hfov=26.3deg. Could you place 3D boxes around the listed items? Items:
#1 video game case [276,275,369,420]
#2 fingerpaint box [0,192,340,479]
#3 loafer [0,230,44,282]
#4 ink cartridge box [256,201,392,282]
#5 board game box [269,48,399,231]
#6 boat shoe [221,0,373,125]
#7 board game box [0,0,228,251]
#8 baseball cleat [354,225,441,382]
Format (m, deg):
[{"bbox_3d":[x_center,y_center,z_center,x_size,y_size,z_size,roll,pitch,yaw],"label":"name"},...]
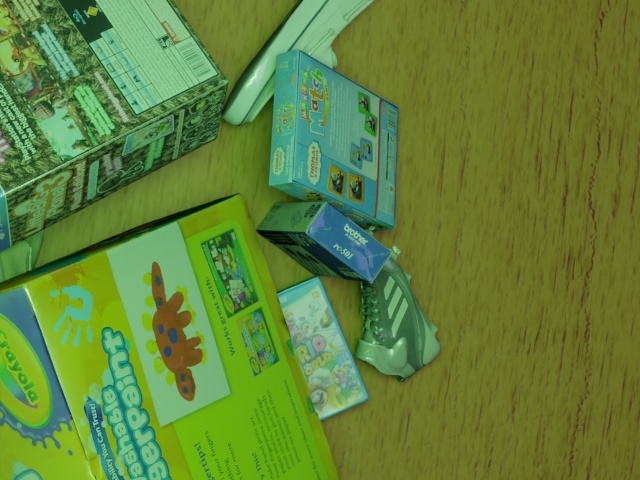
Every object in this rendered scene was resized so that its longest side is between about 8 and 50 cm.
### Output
[{"bbox_3d":[-0.025,0.141,1.671,0.119,0.015,0.166,-23,97,-4],"label":"video game case"},{"bbox_3d":[-0.171,0.216,1.466,0.371,0.163,0.445,-28,101,-55],"label":"fingerpaint box"},{"bbox_3d":[-0.348,0.021,1.506,0.092,0.102,0.269,-5,75,-41],"label":"loafer"},{"bbox_3d":[0.000,0.000,1.593,0.097,0.207,0.046,38,80,-16],"label":"ink cartridge box"},{"bbox_3d":[0.020,-0.114,1.618,0.211,0.039,0.160,23,65,-52],"label":"board game box"},{"bbox_3d":[-0.018,-0.229,1.650,0.084,0.095,0.258,39,79,-10],"label":"boat shoe"},{"bbox_3d":[-0.284,-0.162,1.455,0.291,0.141,0.232,-29,75,-20],"label":"board game box"},{"bbox_3d":[0.074,0.088,1.675,0.109,0.072,0.206,-39,114,-15],"label":"baseball cleat"}]
